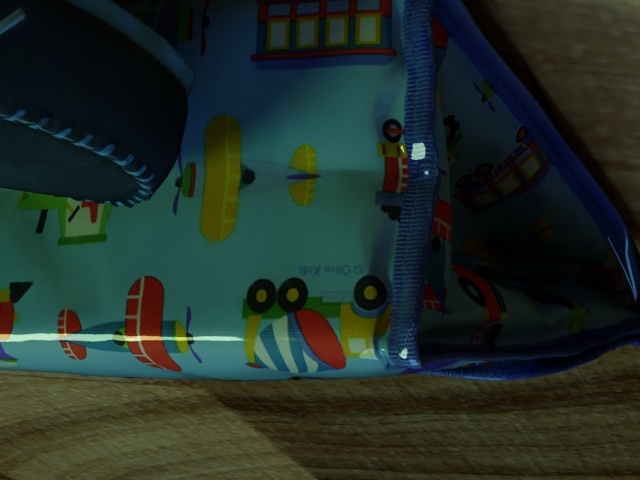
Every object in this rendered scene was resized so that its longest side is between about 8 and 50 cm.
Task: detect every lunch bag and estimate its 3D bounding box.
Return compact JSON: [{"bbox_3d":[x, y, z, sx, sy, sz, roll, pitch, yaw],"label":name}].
[{"bbox_3d":[0.000,0.000,0.766,0.221,0.138,0.293,-1,170,26],"label":"lunch bag"}]

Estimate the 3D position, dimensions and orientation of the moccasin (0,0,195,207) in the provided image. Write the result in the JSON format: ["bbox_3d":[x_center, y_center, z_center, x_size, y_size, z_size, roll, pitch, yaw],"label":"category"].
[{"bbox_3d":[-0.215,-0.051,0.580,0.342,0.117,0.138,13,159,-6],"label":"moccasin"}]
